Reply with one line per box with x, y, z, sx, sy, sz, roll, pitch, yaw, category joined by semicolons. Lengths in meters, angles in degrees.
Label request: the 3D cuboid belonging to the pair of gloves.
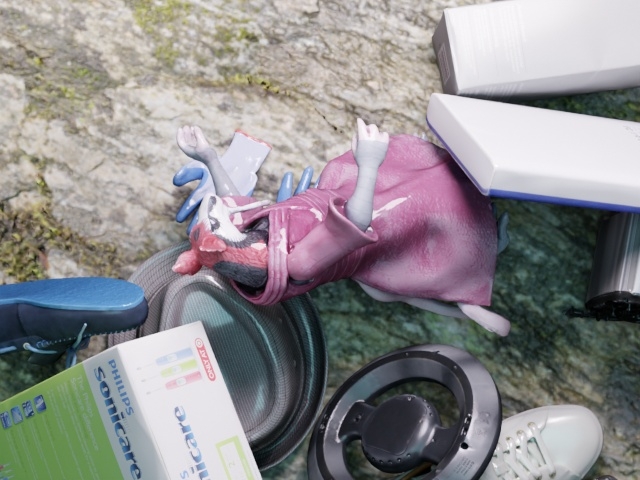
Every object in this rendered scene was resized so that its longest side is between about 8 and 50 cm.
-0.066;-0.042;1.510;0.198;0.023;0.159;30;57;-3;pair of gloves

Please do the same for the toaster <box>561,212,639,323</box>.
0.378;0.040;1.467;0.186;0.168;0.110;10;81;-1;toaster

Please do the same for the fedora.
-0.114;0.123;1.471;0.244;0.124;0.275;-13;84;-3;fedora

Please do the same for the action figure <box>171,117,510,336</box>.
0.000;0.000;1.416;0.370;0.248;0.275;-18;108;-36;action figure

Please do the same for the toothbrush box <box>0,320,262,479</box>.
-0.214;0.230;1.384;0.283;0.122;0.206;-28;82;40;toothbrush box

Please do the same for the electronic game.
0.087;0.207;1.438;0.229;0.229;0.048;-42;128;-5;electronic game

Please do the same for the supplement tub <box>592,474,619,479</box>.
0.258;0.343;1.454;0.190;0.117;0.117;-26;84;-3;supplement tub

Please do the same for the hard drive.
0.292;-0.085;1.423;0.319;0.210;0.040;6;114;-17;hard drive

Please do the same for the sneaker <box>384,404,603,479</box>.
0.184;0.263;1.461;0.290;0.123;0.106;-24;82;-5;sneaker

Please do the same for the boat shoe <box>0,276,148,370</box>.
-0.299;0.093;1.482;0.258;0.109;0.089;-2;106;27;boat shoe

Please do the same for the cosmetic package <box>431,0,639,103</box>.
0.255;-0.216;1.514;0.238;0.127;0.107;-10;83;-4;cosmetic package
